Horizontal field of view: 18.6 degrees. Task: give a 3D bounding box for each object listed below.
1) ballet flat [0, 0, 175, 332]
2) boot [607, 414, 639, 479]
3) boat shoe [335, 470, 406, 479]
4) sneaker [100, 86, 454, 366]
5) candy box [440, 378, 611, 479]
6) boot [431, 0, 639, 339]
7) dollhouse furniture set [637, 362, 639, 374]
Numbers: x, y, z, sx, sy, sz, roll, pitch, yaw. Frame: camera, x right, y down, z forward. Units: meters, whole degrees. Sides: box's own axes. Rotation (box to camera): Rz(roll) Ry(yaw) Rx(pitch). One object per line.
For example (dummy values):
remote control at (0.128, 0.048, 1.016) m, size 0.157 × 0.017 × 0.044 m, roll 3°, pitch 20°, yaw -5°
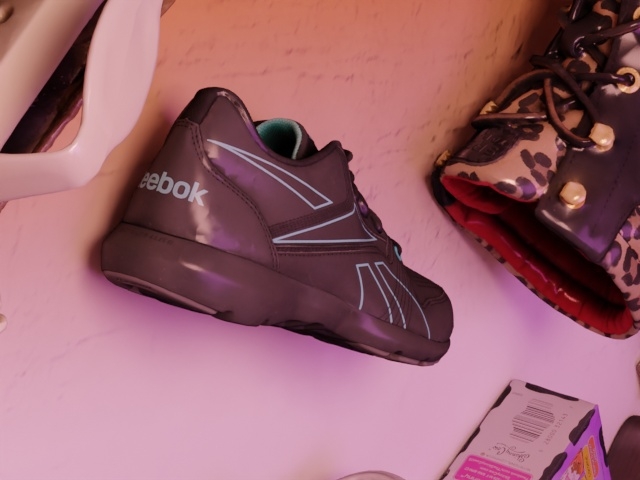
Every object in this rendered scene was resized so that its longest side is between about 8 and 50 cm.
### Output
ballet flat at (-0.146, -0.027, 0.740) m, size 0.342 × 0.124 × 0.116 m, roll -56°, pitch 143°, yaw -26°
boot at (0.315, 0.280, 1.421) m, size 0.264 × 0.280 × 0.096 m, roll -62°, pitch 146°, yaw -18°
boat shoe at (-0.035, 0.183, 1.034) m, size 0.267 × 0.096 × 0.088 m, roll -29°, pitch 132°, yaw -38°
sneaker at (0.000, 0.000, 0.995) m, size 0.267 × 0.101 × 0.106 m, roll 20°, pitch 84°, yaw -58°
candy box at (0.121, 0.220, 1.299) m, size 0.196 × 0.070 × 0.165 m, roll -49°, pitch 140°, yaw -34°
boot at (0.168, -0.140, 1.153) m, size 0.284 × 0.138 × 0.377 m, roll -57°, pitch 137°, yaw -15°
dollhouse furniture set at (0.294, -0.007, 1.443) m, size 0.212 × 0.161 × 0.242 m, roll -42°, pitch 113°, yaw -40°
